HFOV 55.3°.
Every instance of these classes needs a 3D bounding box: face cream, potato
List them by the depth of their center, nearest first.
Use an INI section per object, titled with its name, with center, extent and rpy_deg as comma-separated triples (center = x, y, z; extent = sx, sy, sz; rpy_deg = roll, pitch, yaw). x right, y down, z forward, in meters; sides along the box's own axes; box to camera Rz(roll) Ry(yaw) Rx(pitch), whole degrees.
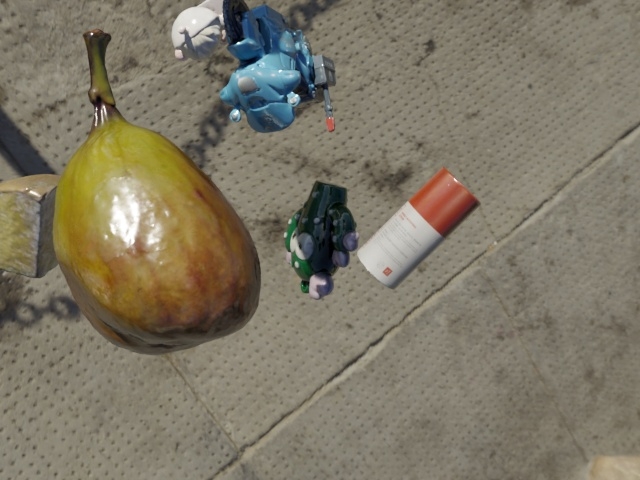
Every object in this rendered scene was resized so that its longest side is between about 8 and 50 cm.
[face cream]
center = 0.171, -0.020, 1.069
extent = 0.095, 0.096, 0.214
rpy_deg = 39, 104, -22
[potato]
center = -0.613, -0.076, 1.278
extent = 0.189, 0.211, 0.265
rpy_deg = 26, 130, 2

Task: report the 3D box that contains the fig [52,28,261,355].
[fig]
center = -0.151, -0.035, 0.501
extent = 0.145, 0.170, 0.275
rpy_deg = -20, 94, -32

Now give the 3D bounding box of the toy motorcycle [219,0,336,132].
[toy motorcycle]
center = -0.060, -0.247, 0.903
extent = 0.123, 0.272, 0.182
rpy_deg = -9, 92, 23

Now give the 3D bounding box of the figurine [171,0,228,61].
[figurine]
center = -0.295, -0.539, 1.545
extent = 0.181, 0.257, 0.145
rpy_deg = -10, 119, 3

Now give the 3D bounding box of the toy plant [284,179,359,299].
[toy plant]
center = -0.002, 0.000, 1.284
extent = 0.112, 0.233, 0.243
rpy_deg = 9, 126, -29
